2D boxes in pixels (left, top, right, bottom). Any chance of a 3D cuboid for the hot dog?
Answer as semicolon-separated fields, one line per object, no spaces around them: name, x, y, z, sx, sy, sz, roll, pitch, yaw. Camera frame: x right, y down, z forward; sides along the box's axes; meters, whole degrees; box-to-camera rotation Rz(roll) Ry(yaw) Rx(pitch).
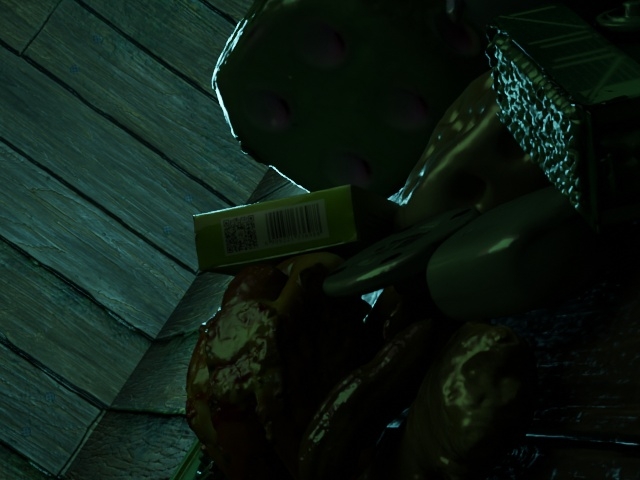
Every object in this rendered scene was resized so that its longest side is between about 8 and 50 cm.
hot dog;-0.041;0.133;1.196;0.150;0.153;0.256;-33;57;54

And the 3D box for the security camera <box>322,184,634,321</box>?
security camera;0.122;0.020;1.085;0.157;0.080;0.302;-32;11;-33

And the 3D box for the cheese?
cheese;0.167;-0.076;1.288;0.235;0.117;0.218;-48;11;39

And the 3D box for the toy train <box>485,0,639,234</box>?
toy train;0.228;-0.117;0.986;0.154;0.115;0.269;-13;28;-4

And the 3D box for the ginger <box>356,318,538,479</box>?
ginger;0.085;0.165;1.007;0.294;0.086;0.131;-56;16;42

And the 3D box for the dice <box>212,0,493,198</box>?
dice;0.058;-0.271;1.822;0.322;0.330;0.318;-47;11;41

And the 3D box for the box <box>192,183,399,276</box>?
box;0.000;0.000;1.375;0.175;0.062;0.260;-11;-9;20

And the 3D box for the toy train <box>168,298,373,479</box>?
toy train;-0.044;0.190;1.375;0.300;0.120;0.202;-57;8;-17

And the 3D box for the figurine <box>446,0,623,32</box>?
figurine;0.289;-0.347;1.527;0.224;0.205;0.382;-53;-10;25

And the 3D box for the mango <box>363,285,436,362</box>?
mango;0.075;0.089;1.252;0.098;0.075;0.190;-84;17;-73

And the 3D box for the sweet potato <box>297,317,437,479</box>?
sweet potato;0.032;0.133;1.033;0.182;0.054;0.053;-54;-13;1

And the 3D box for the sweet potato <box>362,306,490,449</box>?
sweet potato;0.101;0.101;1.134;0.059;0.069;0.249;-17;30;53
